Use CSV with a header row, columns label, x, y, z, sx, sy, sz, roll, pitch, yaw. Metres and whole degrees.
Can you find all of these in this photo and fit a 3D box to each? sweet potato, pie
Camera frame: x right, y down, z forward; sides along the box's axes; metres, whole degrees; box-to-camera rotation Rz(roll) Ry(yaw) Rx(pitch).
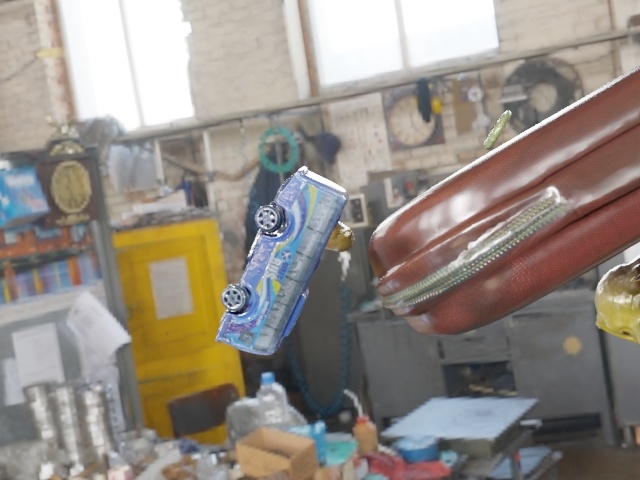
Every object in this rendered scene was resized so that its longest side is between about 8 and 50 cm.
label,x,y,z,sx,sy,sz,roll,pitch,yaw
sweet potato,-0.001,-0.001,1.748,0.059,0.069,0.249,34,-26,-28
pie,0.333,-0.209,1.741,0.021,0.084,0.084,33,8,4

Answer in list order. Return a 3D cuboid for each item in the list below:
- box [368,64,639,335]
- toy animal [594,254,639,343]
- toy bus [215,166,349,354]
label,x,y,z,sx,sy,sz,roll,pitch,yaw
box,0.221,-0.055,0.697,0.404,0.108,0.263,-30,-5,-3
toy animal,0.427,0.056,1.021,0.233,0.168,0.121,-39,12,4
toy bus,-0.048,0.029,1.130,0.094,0.236,0.079,26,12,9
